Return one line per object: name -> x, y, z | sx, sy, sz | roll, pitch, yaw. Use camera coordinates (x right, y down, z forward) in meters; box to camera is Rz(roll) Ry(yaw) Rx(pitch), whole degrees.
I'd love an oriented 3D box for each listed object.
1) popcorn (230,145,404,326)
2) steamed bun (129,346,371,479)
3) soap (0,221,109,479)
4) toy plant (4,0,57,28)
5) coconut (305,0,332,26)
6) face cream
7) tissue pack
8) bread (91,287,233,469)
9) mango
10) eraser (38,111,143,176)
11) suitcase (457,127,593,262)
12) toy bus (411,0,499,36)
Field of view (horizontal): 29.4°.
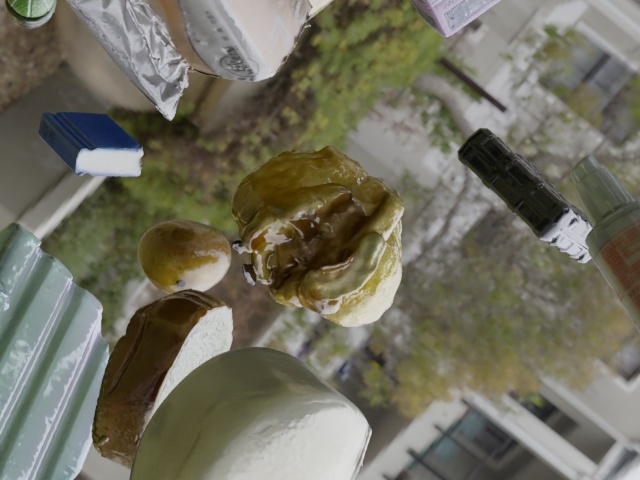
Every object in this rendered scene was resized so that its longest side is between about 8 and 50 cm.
popcorn -> 0.004, 0.000, 1.385 | 0.191, 0.190, 0.253 | -16, -152, 1
steamed bun -> -0.077, 0.223, 1.122 | 0.146, 0.164, 0.242 | 32, -82, 54
soap -> -0.430, 0.214, 1.606 | 0.156, 0.261, 0.446 | -25, -150, 24
toy plant -> -0.504, -0.427, 2.124 | 0.093, 0.093, 0.162 | -52, -173, -12
coconut -> -0.149, -0.479, 1.883 | 0.404, 0.404, 0.404 | -51, -177, 4
face cream -> 0.362, 0.006, 1.406 | 0.101, 0.252, 0.101 | -23, 154, -12
tissue pack -> -0.181, -0.296, 1.398 | 0.238, 0.238, 0.305 | -52, 148, -11
bread -> -0.180, 0.160, 1.414 | 0.236, 0.070, 0.236 | -59, 165, -27
mango -> -0.200, 0.017, 1.805 | 0.227, 0.136, 0.099 | -106, -152, -78
eraser -> -0.198, -0.084, 1.053 | 0.084, 0.063, 0.027 | 41, -58, 46
suitcase -> 0.331, -0.065, 1.883 | 0.066, 0.206, 0.285 | -47, 157, 11
toy bus -> 0.202, -0.351, 1.531 | 0.199, 0.108, 0.096 | -36, -136, -1
